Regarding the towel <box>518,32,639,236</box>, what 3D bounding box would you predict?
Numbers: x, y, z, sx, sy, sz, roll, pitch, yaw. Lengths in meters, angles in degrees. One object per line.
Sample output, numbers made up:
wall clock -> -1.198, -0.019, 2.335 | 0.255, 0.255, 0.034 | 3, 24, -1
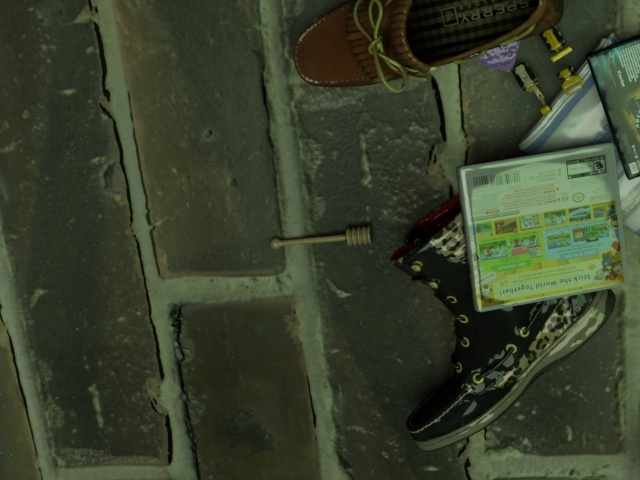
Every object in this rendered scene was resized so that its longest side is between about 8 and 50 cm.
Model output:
towel -> 0.450, -0.132, 1.517 | 0.285, 0.034, 0.209 | 35, 113, -7

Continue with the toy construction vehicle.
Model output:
toy construction vehicle -> 0.319, -0.235, 1.484 | 0.086, 0.035, 0.098 | -35, 78, 22

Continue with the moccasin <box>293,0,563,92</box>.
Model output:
moccasin -> 0.128, -0.276, 1.415 | 0.380, 0.147, 0.139 | -3, 105, 28

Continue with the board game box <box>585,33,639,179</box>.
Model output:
board game box -> 0.452, -0.189, 1.457 | 0.126, 0.026, 0.186 | -20, 106, 11

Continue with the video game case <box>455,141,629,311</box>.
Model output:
video game case -> 0.312, -0.019, 1.493 | 0.226, 0.026, 0.206 | -10, 98, -7

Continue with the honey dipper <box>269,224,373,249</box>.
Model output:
honey dipper -> 0.000, 0.000, 1.637 | 0.160, 0.030, 0.031 | -7, 111, 14

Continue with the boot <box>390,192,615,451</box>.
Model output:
boot -> 0.212, 0.113, 1.592 | 0.377, 0.138, 0.284 | -41, 103, 17

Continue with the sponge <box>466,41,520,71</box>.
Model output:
sponge -> 0.238, -0.347, 1.459 | 0.117, 0.031, 0.210 | 16, 114, 2
